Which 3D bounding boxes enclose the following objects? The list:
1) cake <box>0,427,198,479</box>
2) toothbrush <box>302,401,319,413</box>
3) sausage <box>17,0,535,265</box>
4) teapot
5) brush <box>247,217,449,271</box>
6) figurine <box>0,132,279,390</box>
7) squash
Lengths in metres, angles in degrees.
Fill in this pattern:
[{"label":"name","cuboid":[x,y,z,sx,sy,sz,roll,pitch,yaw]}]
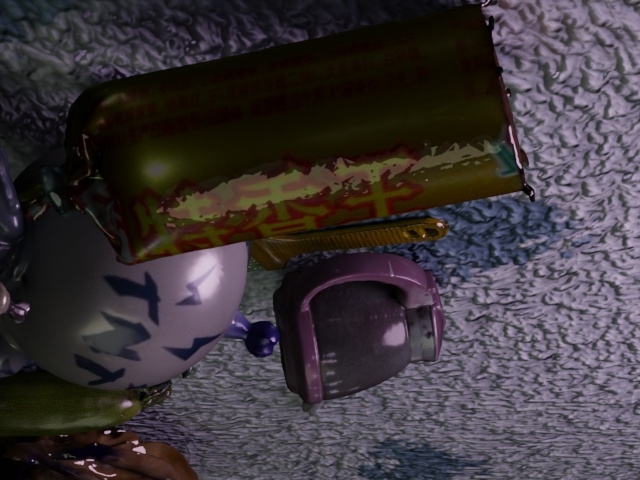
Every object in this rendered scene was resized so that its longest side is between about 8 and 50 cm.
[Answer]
[{"label":"cake","cuboid":[-0.307,0.326,1.684,0.332,0.332,0.321,-2,117,10]},{"label":"toothbrush","cuboid":[0.007,0.150,1.514,0.017,0.022,0.204,10,157,-8]},{"label":"sausage","cuboid":[-0.032,-0.062,0.884,0.317,0.117,0.125,-11,123,2]},{"label":"teapot","cuboid":[0.034,0.062,1.244,0.146,0.116,0.148,-9,114,-4]},{"label":"brush","cuboid":[0.000,0.000,1.202,0.218,0.010,0.082,-8,153,19]},{"label":"figurine","cuboid":[-0.212,0.002,1.021,0.382,0.186,0.261,14,139,-31]},{"label":"squash","cuboid":[-0.317,0.174,1.543,0.318,0.071,0.080,-6,-161,14]}]
